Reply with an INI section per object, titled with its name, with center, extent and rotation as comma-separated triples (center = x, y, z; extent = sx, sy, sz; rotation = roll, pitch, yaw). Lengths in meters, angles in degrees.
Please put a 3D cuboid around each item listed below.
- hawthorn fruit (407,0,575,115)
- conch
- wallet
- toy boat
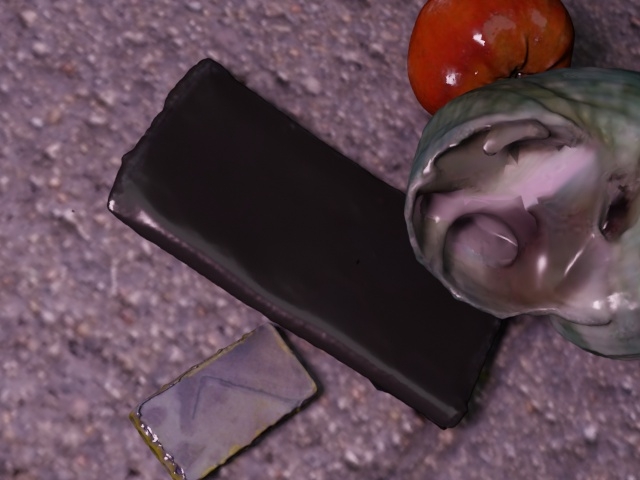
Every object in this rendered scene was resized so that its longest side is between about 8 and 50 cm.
[hawthorn fruit]
center = 0.122, -0.146, 0.945
extent = 0.125, 0.125, 0.140
rotation = -4, 72, -23
[conch]
center = 0.191, -0.012, 0.869
extent = 0.220, 0.195, 0.277
rotation = -47, 129, -6
[wallet]
center = 0.000, 0.000, 0.882
extent = 0.285, 0.030, 0.146
rotation = 33, 60, -4
[toy boat]
center = -0.060, 0.104, 0.816
extent = 0.115, 0.016, 0.063
rotation = -32, 79, -31
